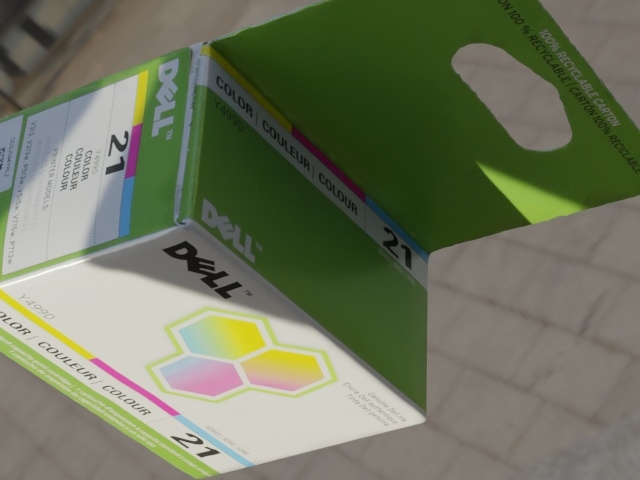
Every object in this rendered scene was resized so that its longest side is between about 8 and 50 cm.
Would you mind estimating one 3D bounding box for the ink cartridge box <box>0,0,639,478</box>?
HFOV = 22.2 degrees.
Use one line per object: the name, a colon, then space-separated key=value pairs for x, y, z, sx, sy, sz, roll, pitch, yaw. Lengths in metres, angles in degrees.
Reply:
ink cartridge box: x=0.000 y=0.000 z=0.689 sx=0.255 sy=0.189 sz=0.097 roll=-17 pitch=52 yaw=29
